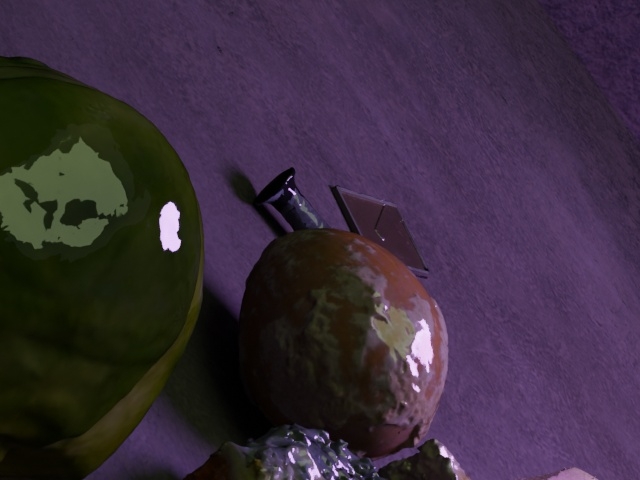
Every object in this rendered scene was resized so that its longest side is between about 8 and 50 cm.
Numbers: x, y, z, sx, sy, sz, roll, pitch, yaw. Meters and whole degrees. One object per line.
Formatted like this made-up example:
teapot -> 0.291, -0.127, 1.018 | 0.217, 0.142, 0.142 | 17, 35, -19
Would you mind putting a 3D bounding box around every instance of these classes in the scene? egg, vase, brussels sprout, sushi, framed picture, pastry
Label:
egg -> 0.019, 0.097, 1.831 | 0.203, 0.203, 0.245 | 16, 43, -57
vase -> 0.000, 0.000, 2.108 | 0.167, 0.059, 0.059 | 50, 23, -11
brussels sprout -> -0.243, 0.016, 1.343 | 0.276, 0.315, 0.371 | 41, 19, 33
sushi -> -0.002, 0.274, 1.622 | 0.274, 0.139, 0.184 | 45, 23, -15
framed picture -> 0.076, -0.010, 2.331 | 0.149, 0.011, 0.109 | 16, 45, -57
pastry -> 0.098, 0.257, 1.789 | 0.121, 0.089, 0.258 | 55, -9, 7

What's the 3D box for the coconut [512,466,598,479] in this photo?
coconut -> 0.235, 0.327, 1.972 | 0.194, 0.194, 0.194 | 43, 26, -26
